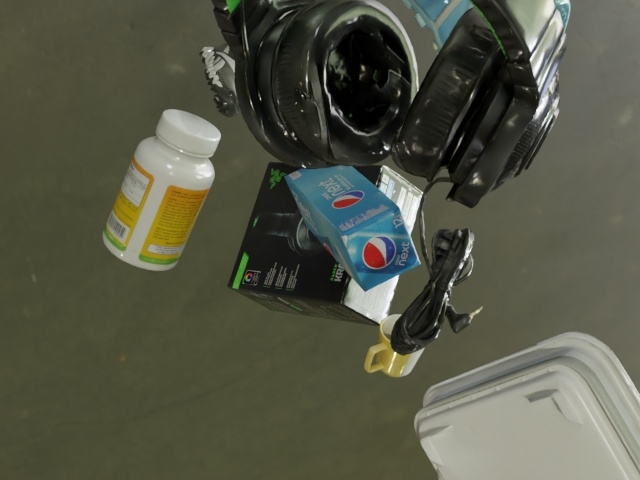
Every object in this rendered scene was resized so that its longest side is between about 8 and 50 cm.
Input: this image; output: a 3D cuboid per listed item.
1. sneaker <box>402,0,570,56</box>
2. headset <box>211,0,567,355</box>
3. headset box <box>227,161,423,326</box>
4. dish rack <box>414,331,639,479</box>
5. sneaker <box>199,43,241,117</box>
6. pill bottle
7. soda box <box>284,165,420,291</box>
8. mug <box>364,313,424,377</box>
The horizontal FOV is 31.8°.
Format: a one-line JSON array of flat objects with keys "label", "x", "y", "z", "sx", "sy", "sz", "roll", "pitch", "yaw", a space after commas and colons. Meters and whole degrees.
[{"label": "sneaker", "x": 0.178, "y": -0.245, "z": 1.396, "sx": 0.127, "sy": 0.208, "sz": 0.319, "roll": -35, "pitch": 159, "yaw": -27}, {"label": "headset", "x": 0.048, "y": -0.081, "z": 0.794, "sx": 0.185, "sy": 0.243, "sz": 0.394, "roll": -60, "pitch": 147, "yaw": -23}, {"label": "headset box", "x": 0.000, "y": 0.000, "z": 1.925, "sx": 0.131, "sy": 0.283, "sz": 0.246, "roll": 31, "pitch": 72, "yaw": -45}, {"label": "dish rack", "x": 0.257, "y": 0.277, "z": 1.310, "sx": 0.072, "sy": 0.285, "sz": 0.333, "roll": -29, "pitch": 178, "yaw": -39}, {"label": "sneaker", "x": -0.144, "y": -0.289, "z": 1.929, "sx": 0.106, "sy": 0.234, "sz": 0.078, "roll": -20, "pitch": 122, "yaw": 0}, {"label": "pill bottle", "x": -0.255, "y": -0.085, "z": 1.845, "sx": 0.136, "sy": 0.136, "sz": 0.245, "roll": 9, "pitch": 117, "yaw": -36}, {"label": "soda box", "x": 0.030, "y": -0.025, "z": 1.193, "sx": 0.067, "sy": 0.210, "sz": 0.071, "roll": -26, "pitch": 115, "yaw": -7}, {"label": "mug", "x": 0.089, "y": 0.134, "z": 1.385, "sx": 0.078, "sy": 0.062, "sz": 0.064, "roll": 5, "pitch": 128, "yaw": -12}]
